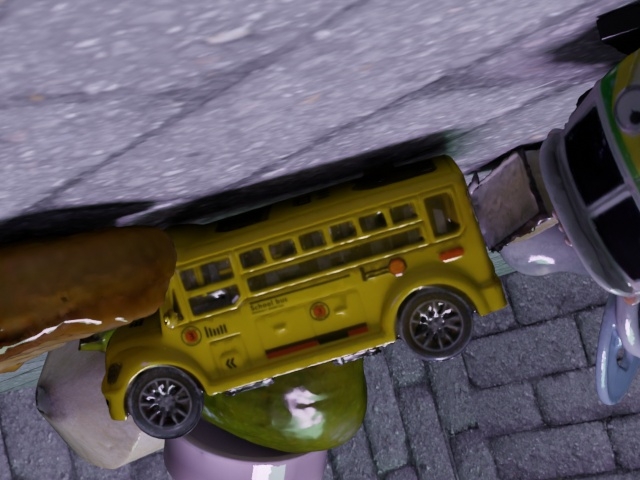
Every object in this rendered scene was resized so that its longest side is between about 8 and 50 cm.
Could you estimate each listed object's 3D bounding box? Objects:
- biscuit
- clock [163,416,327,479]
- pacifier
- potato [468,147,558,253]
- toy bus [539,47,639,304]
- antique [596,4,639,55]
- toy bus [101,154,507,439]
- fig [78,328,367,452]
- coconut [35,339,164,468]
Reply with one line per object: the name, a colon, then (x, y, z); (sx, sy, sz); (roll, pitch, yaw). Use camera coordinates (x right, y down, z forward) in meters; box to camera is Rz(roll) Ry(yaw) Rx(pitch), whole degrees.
biscuit: (-0.246, 0.054, 0.847); (0.274, 0.091, 0.213); (-18, 176, 41)
clock: (-0.087, 0.236, 1.341); (0.197, 0.068, 0.197); (7, -158, -3)
pacifier: (0.287, 0.010, 1.147); (0.233, 0.299, 0.244); (14, 173, 31)
potato: (0.194, -0.041, 1.074); (0.061, 0.086, 0.122); (-10, 166, -21)
toy bus: (0.273, -0.057, 0.724); (0.179, 0.143, 0.305); (-31, 168, 39)
antique: (0.213, -0.123, 0.705); (0.031, 0.015, 0.192); (-18, 173, 28)
toy bus: (-0.027, 0.040, 0.913); (0.330, 0.152, 0.144); (-17, -168, 4)
fig: (-0.093, 0.120, 1.242); (0.314, 0.233, 0.233); (7, 165, -21)
coconut: (-0.259, 0.183, 1.433); (0.202, 0.202, 0.222); (-21, 174, 43)
